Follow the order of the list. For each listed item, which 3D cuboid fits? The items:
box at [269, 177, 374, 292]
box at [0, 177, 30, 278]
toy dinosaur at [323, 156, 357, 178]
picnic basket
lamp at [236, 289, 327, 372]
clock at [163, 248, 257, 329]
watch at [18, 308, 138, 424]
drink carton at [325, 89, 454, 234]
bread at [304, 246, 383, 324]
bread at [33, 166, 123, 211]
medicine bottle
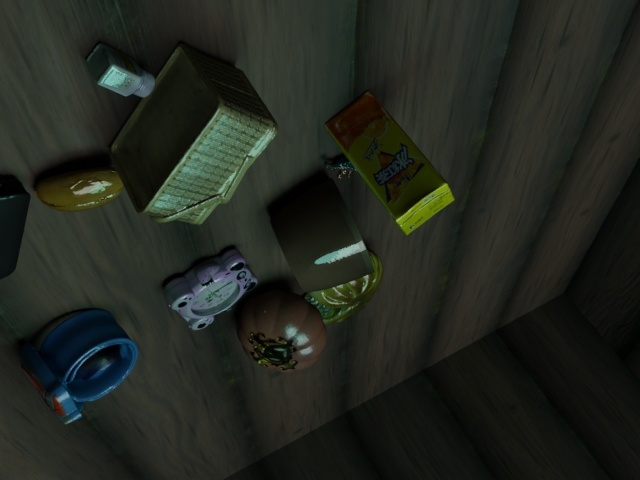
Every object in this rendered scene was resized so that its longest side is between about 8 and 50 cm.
[{"bbox_3d":[0.000,0.000,1.946,0.216,0.301,0.301,-24,150,-2],"label":"box"},{"bbox_3d":[-0.745,0.003,1.382,0.290,0.073,0.289,-16,148,-43],"label":"box"},{"bbox_3d":[0.062,-0.206,1.917,0.154,0.049,0.055,-5,142,-49],"label":"toy dinosaur"},{"bbox_3d":[-0.265,-0.205,1.424,0.175,0.228,0.313,14,125,-49],"label":"picnic basket"},{"bbox_3d":[-0.122,0.285,2.264,0.305,0.239,0.305,10,133,11],"label":"lamp"},{"bbox_3d":[-0.315,0.139,2.017,0.248,0.090,0.227,-32,151,-6],"label":"clock"},{"bbox_3d":[-0.639,0.351,1.895,0.274,0.241,0.305,-38,153,-22],"label":"watch"},{"bbox_3d":[0.170,-0.199,1.728,0.154,0.351,0.111,-37,150,7],"label":"drink carton"},{"bbox_3d":[0.086,0.159,2.366,0.333,0.160,0.333,-26,151,-16],"label":"bread"},{"bbox_3d":[-0.504,-0.105,1.463,0.189,0.077,0.114,-16,172,-17],"label":"bread"},{"bbox_3d":[-0.374,-0.314,1.306,0.055,0.074,0.118,-45,148,17],"label":"medicine bottle"}]
